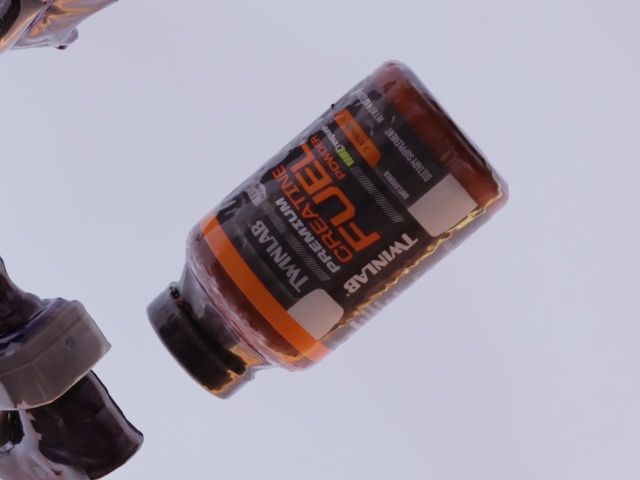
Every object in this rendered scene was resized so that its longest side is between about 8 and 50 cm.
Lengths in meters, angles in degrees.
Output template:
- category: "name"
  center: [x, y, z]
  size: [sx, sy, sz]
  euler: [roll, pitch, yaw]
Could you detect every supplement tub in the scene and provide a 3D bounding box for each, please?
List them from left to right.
- category: "supplement tub"
  center: [0.000, 0.000, 0.976]
  size: [0.198, 0.106, 0.106]
  euler: [-41, -67, 6]

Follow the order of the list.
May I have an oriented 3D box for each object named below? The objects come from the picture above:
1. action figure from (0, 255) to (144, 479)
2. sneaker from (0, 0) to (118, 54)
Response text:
- category: "action figure"
  center: [-0.159, -0.029, 0.591]
  size: [0.185, 0.099, 0.285]
  euler: [-36, -60, -45]
- category: "sneaker"
  center: [-0.125, -0.192, 1.030]
  size: [0.098, 0.224, 0.083]
  euler: [-4, -121, -54]
